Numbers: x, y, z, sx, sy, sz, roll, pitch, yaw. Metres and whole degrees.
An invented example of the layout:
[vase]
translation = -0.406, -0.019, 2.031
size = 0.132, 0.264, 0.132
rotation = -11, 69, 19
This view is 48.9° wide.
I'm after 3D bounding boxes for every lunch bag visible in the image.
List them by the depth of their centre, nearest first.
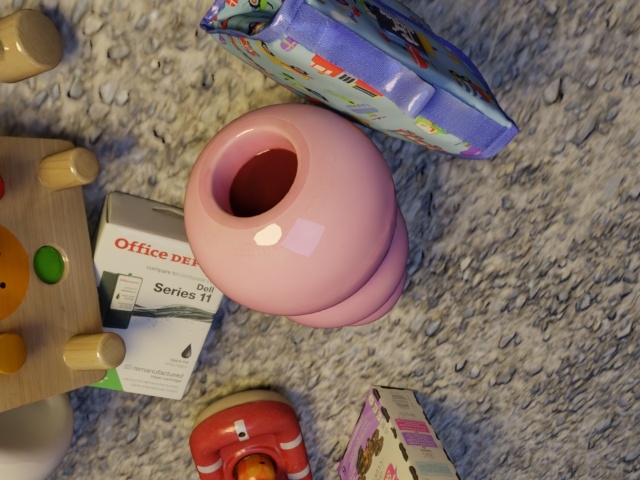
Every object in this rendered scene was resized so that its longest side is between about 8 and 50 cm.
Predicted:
[lunch bag]
translation = 0.030, -0.164, 0.633
size = 0.221, 0.293, 0.138
rotation = 25, 108, -26

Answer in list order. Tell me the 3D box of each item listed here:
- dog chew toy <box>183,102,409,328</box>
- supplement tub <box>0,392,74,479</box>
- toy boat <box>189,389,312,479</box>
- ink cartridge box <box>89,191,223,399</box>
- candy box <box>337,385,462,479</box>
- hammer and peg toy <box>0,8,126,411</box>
[dog chew toy]
translation = 0.000, 0.000, 0.751
size = 0.206, 0.206, 0.332
rotation = -36, 150, 5
[supplement tub]
translation = -0.454, 0.254, 0.754
size = 0.325, 0.235, 0.235
rotation = -45, 119, 10
[toy boat]
translation = -0.085, 0.316, 0.937
size = 0.151, 0.151, 0.231
rotation = -16, 120, -8
[ink cartridge box]
translation = -0.201, 0.067, 0.811
size = 0.153, 0.087, 0.208
rotation = 15, 111, -22
[candy box]
translation = 0.103, 0.327, 0.968
size = 0.070, 0.196, 0.165
rotation = 11, 113, -20
[hammer and peg toy]
translation = -0.323, -0.023, 0.624
size = 0.127, 0.266, 0.361
rotation = -9, 90, 32
